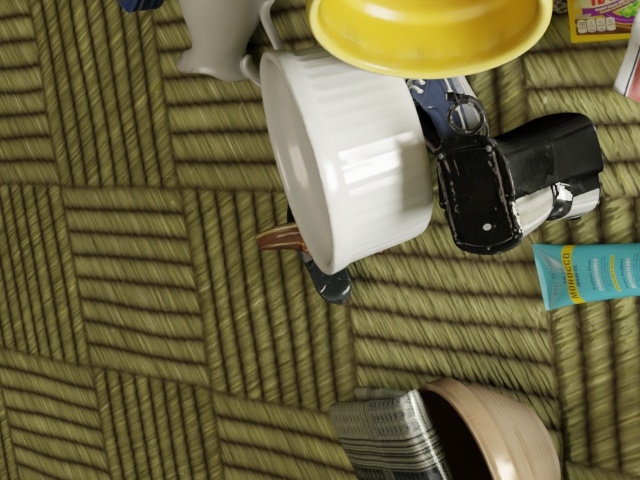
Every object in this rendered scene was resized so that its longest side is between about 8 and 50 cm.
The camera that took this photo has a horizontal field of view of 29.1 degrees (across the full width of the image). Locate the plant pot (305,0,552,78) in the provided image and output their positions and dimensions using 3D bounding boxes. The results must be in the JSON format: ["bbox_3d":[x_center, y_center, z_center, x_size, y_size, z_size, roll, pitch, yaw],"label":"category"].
[{"bbox_3d":[0.115,-0.334,1.310,0.254,0.254,0.239,-23,56,47],"label":"plant pot"}]

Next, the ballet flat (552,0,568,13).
[{"bbox_3d":[0.245,-0.302,1.344,0.041,0.041,0.114,-7,98,46],"label":"ballet flat"}]

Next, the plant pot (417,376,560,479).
[{"bbox_3d":[0.212,0.267,1.489,0.237,0.110,0.237,161,90,-73],"label":"plant pot"}]

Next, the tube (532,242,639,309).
[{"bbox_3d":[0.323,0.034,1.377,0.207,0.052,0.080,-8,91,52],"label":"tube"}]

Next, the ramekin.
[{"bbox_3d":[0.031,-0.109,1.481,0.277,0.135,0.277,163,90,-81],"label":"ramekin"}]

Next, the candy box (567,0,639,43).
[{"bbox_3d":[0.344,-0.262,1.266,0.206,0.027,0.105,3,104,45],"label":"candy box"}]

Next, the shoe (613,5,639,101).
[{"bbox_3d":[0.352,-0.196,1.223,0.081,0.063,0.178,30,150,18],"label":"shoe"}]

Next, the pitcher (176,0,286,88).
[{"bbox_3d":[-0.110,-0.307,1.660,0.178,0.125,0.207,22,131,16],"label":"pitcher"}]

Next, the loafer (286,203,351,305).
[{"bbox_3d":[-0.004,0.013,1.689,0.061,0.062,0.170,70,-178,-70],"label":"loafer"}]

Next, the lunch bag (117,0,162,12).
[{"bbox_3d":[-0.270,-0.384,1.821,0.067,0.065,0.098,48,131,24],"label":"lunch bag"}]

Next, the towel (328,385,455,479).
[{"bbox_3d":[0.124,0.338,1.601,0.312,0.056,0.324,67,162,1],"label":"towel"}]

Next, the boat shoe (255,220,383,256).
[{"bbox_3d":[0.000,0.000,1.624,0.178,0.064,0.060,-8,87,13],"label":"boat shoe"}]

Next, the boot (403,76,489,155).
[{"bbox_3d":[0.123,-0.190,1.471,0.190,0.086,0.069,58,135,15],"label":"boot"}]

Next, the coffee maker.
[{"bbox_3d":[0.221,-0.086,1.338,0.120,0.178,0.171,22,121,37],"label":"coffee maker"}]
